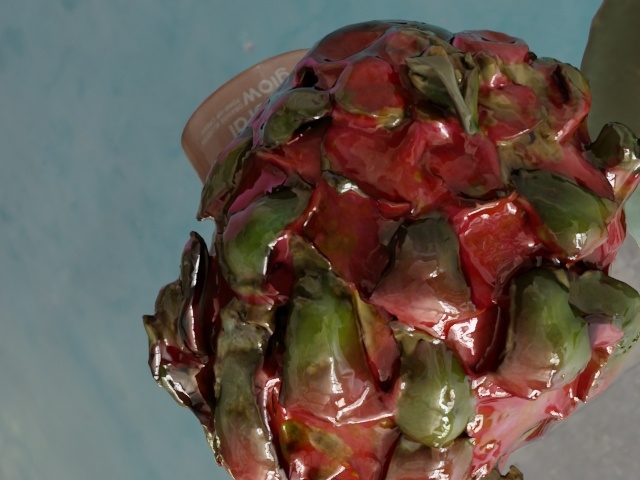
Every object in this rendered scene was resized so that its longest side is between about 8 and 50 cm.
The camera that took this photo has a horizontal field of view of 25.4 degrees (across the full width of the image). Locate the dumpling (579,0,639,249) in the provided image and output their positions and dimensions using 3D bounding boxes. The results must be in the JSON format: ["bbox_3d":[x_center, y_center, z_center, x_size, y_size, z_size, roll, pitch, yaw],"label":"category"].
[{"bbox_3d":[0.317,-0.121,0.865,0.270,0.320,0.212,23,149,43],"label":"dumpling"}]

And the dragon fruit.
[{"bbox_3d":[0.041,0.031,0.744,0.231,0.237,0.303,28,113,3],"label":"dragon fruit"}]

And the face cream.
[{"bbox_3d":[-0.026,-0.071,1.150,0.104,0.149,0.149,59,149,16],"label":"face cream"}]
